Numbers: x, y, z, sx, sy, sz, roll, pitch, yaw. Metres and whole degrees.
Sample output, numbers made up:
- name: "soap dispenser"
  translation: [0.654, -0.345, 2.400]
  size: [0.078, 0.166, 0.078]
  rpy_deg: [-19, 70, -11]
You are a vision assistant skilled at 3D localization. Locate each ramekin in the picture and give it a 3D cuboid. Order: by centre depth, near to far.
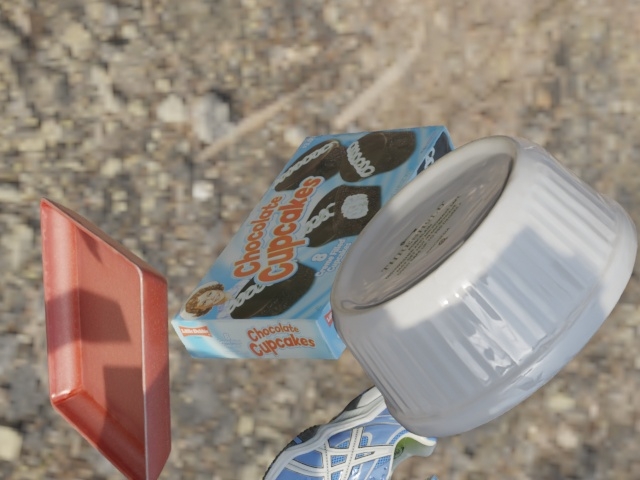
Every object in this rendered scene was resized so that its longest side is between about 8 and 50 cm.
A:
- name: "ramekin"
  translation: [0.127, 0.028, 1.586]
  size: [0.127, 0.273, 0.273]
  rpy_deg: [45, 60, -19]

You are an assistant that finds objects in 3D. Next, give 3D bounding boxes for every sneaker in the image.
- name: "sneaker"
  translation: [0.022, 0.218, 1.791]
  size: [0.211, 0.081, 0.080]
  rpy_deg: [-36, 151, -23]

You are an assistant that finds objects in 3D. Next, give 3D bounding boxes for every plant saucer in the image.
- name: "plant saucer"
  translation: [-0.227, 0.106, 2.007]
  size: [0.048, 0.258, 0.259]
  rpy_deg: [-11, 114, -29]

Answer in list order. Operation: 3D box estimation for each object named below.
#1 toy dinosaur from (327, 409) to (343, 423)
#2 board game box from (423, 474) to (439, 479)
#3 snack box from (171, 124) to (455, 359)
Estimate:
- name: "toy dinosaur"
  translation: [0.036, 0.233, 2.281]
  size: [0.064, 0.268, 0.118]
  rpy_deg: [49, 53, -2]
- name: "board game box"
  translation: [0.124, 0.309, 1.735]
  size: [0.154, 0.026, 0.103]
  rpy_deg: [53, 36, -5]
- name: "snack box"
  translation: [0.000, 0.000, 1.962]
  size: [0.322, 0.187, 0.060]
  rpy_deg: [-56, 131, -40]
